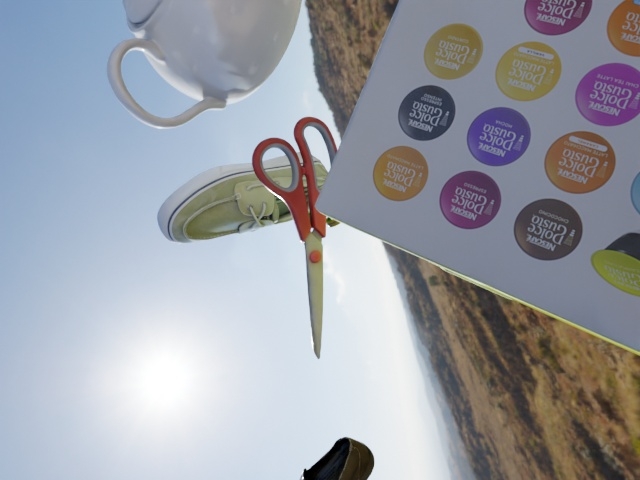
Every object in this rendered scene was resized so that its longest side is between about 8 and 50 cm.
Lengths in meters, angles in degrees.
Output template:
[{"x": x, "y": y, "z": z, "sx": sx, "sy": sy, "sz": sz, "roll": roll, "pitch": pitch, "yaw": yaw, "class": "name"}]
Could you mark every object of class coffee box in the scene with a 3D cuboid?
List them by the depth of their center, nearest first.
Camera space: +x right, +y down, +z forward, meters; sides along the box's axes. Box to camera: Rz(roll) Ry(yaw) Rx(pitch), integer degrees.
[{"x": 0.251, "y": -0.102, "z": 0.525, "sx": 0.334, "sy": 0.337, "sz": 0.338, "roll": -67, "pitch": -19, "yaw": 5, "class": "coffee box"}]

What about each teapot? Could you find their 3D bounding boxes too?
[{"x": -0.160, "y": -0.303, "z": 0.566, "sx": 0.187, "sy": 0.252, "sz": 0.256, "roll": 13, "pitch": -141, "yaw": -45, "class": "teapot"}]

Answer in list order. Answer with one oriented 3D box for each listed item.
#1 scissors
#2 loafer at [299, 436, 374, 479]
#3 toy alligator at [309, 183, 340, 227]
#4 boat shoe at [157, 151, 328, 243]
[{"x": 0.000, "y": 0.000, "z": 0.567, "sx": 0.021, "sy": 0.109, "sz": 0.297, "roll": 13, "pitch": 122, "yaw": 64, "class": "scissors"}, {"x": -0.016, "y": 0.365, "z": 0.648, "sx": 0.220, "sy": 0.080, "sz": 0.078, "roll": -45, "pitch": -55, "yaw": -26, "class": "loafer"}, {"x": 0.047, "y": -0.073, "z": 0.637, "sx": 0.051, "sy": 0.189, "sz": 0.056, "roll": 0, "pitch": 124, "yaw": 60, "class": "toy alligator"}, {"x": -0.101, "y": -0.066, "z": 0.720, "sx": 0.094, "sy": 0.302, "sz": 0.109, "roll": 41, "pitch": 144, "yaw": 35, "class": "boat shoe"}]
